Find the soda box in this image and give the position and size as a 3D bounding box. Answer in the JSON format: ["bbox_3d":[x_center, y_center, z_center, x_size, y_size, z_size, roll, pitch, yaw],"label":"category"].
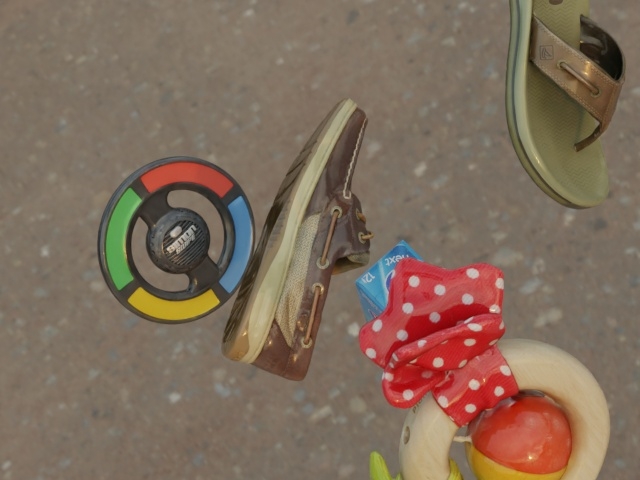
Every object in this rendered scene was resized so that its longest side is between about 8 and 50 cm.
[{"bbox_3d":[0.093,0.076,1.357,0.071,0.210,0.067,-41,72,-8],"label":"soda box"}]

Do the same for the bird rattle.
[{"bbox_3d":[0.118,0.140,0.913,0.207,0.253,0.143,6,9,-20],"label":"bird rattle"}]

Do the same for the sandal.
[{"bbox_3d":[0.239,-0.175,1.158,0.120,0.302,0.086,-18,16,-41],"label":"sandal"}]

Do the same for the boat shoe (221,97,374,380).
[{"bbox_3d":[0.000,0.000,1.429,0.342,0.123,0.123,-69,11,-19],"label":"boat shoe"}]

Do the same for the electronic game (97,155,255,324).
[{"bbox_3d":[-0.190,0.001,1.642,0.229,0.229,0.048,-43,28,-17],"label":"electronic game"}]
